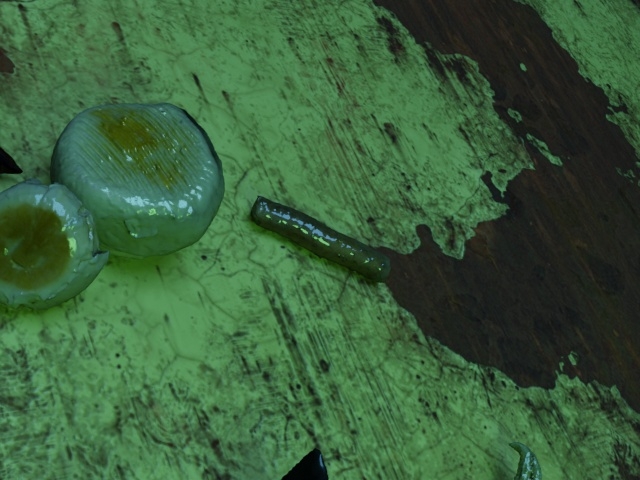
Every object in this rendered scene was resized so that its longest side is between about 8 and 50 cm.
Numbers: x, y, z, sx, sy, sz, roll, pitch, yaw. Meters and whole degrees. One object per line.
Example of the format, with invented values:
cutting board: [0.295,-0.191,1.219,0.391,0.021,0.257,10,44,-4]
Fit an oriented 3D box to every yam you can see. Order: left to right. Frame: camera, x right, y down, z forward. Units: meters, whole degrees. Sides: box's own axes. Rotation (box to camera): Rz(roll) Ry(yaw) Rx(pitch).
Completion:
yam: [0.000,0.000,1.484,0.241,0.057,0.057,27,44,-17]

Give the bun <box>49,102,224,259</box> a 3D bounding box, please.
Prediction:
bun: [-0.240,-0.074,1.305,0.243,0.153,0.244,6,50,-7]

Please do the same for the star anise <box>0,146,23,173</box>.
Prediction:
star anise: [-0.457,-0.138,1.214,0.140,0.144,0.158,36,43,8]

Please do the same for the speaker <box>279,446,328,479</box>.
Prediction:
speaker: [0.070,0.443,1.077,0.388,0.180,0.184,41,38,2]

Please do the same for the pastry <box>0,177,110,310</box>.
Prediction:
pastry: [-0.345,0.008,1.168,0.165,0.166,0.088,34,5,-7]

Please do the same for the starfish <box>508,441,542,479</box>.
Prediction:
starfish: [0.312,0.473,1.287,0.358,0.078,0.347,49,43,9]
